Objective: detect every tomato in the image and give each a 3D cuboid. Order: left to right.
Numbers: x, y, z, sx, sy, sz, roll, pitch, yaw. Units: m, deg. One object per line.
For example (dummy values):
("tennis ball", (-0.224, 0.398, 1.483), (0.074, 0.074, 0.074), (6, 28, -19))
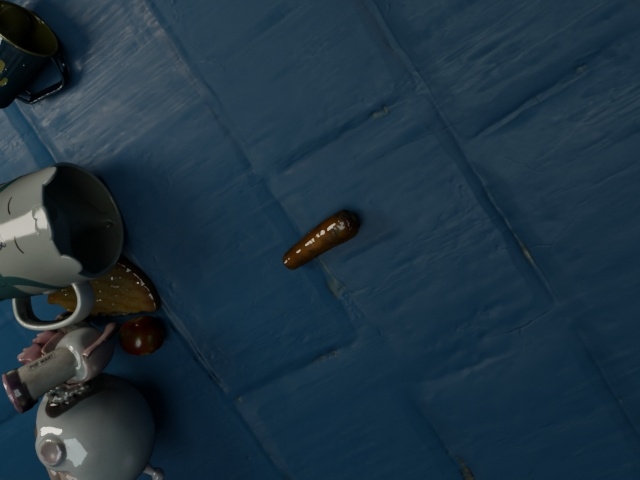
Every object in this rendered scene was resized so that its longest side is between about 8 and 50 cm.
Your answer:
("tomato", (-0.354, 0.185, 1.413), (0.087, 0.087, 0.075), (0, 103, 14))

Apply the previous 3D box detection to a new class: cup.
("cup", (-0.553, -0.315, 1.290), (0.176, 0.131, 0.155), (36, 120, -27))
("cup", (-0.513, 0.021, 1.318), (0.257, 0.219, 0.290), (-16, 89, 19))

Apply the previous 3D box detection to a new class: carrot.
("carrot", (0.000, 0.000, 1.284), (0.161, 0.055, 0.055), (-33, 97, 28))

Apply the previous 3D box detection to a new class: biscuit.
("biscuit", (-0.430, 0.108, 1.436), (0.228, 0.031, 0.176), (25, 112, 3))

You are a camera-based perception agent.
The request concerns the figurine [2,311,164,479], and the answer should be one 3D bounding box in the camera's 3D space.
("figurine", (-0.443, 0.332, 1.364), (0.211, 0.253, 0.361), (4, 118, 25))
